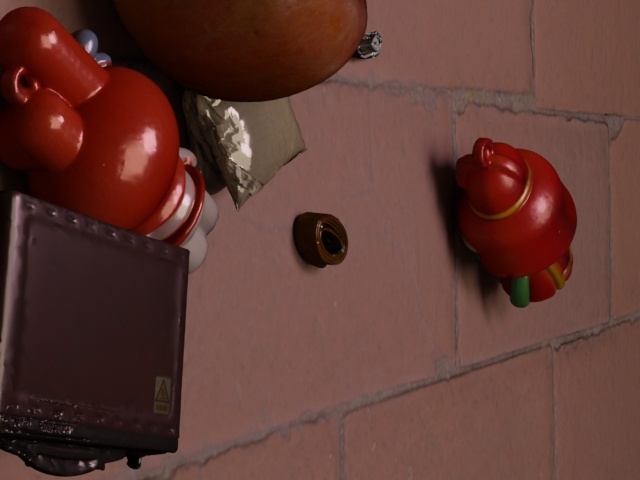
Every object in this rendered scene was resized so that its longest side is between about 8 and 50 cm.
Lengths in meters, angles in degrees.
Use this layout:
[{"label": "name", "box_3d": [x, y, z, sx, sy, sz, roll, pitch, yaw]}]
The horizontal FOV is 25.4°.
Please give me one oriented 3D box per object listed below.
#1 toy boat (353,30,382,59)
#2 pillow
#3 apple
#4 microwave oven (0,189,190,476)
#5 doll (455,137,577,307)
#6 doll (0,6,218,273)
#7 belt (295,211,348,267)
[{"label": "toy boat", "box_3d": [0.058, -0.246, 1.791, 0.083, 0.038, 0.038, -26, 112, -61]}, {"label": "pillow", "box_3d": [-0.077, -0.124, 1.482, 0.181, 0.077, 0.134, -43, 125, -56]}, {"label": "apple", "box_3d": [-0.079, -0.244, 1.332, 0.253, 0.253, 0.254, 3, 87, -63]}, {"label": "microwave oven", "box_3d": [-0.233, 0.078, 1.067, 0.247, 0.178, 0.188, 20, 71, -61]}, {"label": "doll", "box_3d": [0.288, -0.039, 2.094, 0.363, 0.160, 0.183, 51, 53, -50]}, {"label": "doll", "box_3d": [-0.187, -0.077, 1.218, 0.290, 0.129, 0.161, 47, 51, -45]}, {"label": "belt", "box_3d": [0.000, 0.000, 1.674, 0.083, 0.036, 0.059, 42, 60, -54]}]
